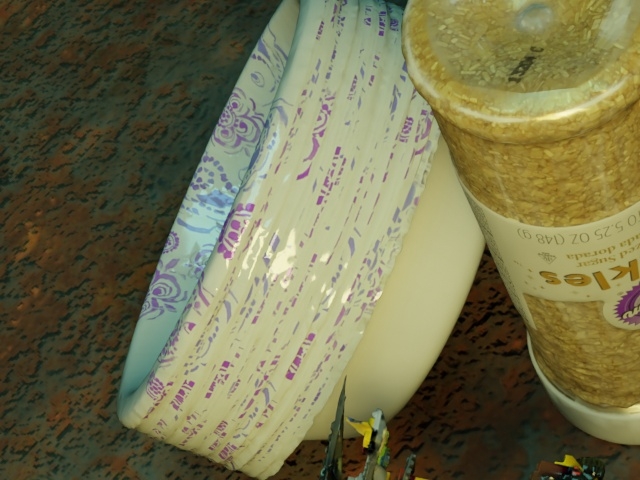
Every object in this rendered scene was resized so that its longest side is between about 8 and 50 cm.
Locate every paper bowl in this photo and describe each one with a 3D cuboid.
[{"bbox_3d":[0.000,0.000,0.917,0.148,0.284,0.284,24,66,-9],"label":"paper bowl"}]

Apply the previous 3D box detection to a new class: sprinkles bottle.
[{"bbox_3d":[0.140,-0.014,0.808,0.121,0.355,0.121,-9,59,15],"label":"sprinkles bottle"}]

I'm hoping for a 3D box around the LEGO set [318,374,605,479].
[{"bbox_3d":[0.013,0.249,0.765,0.192,0.255,0.331,12,72,7],"label":"LEGO set"}]
